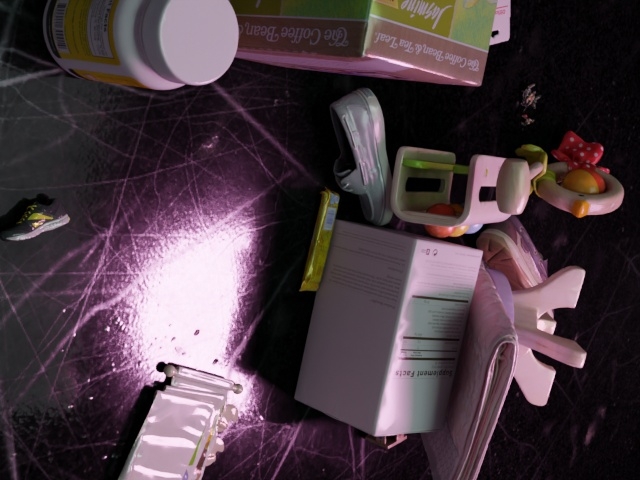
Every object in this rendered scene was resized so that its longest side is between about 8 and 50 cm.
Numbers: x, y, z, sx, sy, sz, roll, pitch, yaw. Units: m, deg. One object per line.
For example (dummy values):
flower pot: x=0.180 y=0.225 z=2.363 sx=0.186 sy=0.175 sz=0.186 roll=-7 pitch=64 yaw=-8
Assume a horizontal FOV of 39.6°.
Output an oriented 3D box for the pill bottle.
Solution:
pill bottle: x=-0.191 y=-0.221 z=0.939 sx=0.119 sy=0.209 sz=0.119 roll=-17 pitch=114 yaw=-43

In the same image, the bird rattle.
bird rattle: x=0.480 y=-0.106 z=1.700 sx=0.254 sy=0.207 sz=0.143 roll=-7 pitch=125 yaw=-36

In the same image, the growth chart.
growth chart: x=-0.201 y=0.284 z=1.216 sx=0.172 sy=0.021 sz=0.237 roll=39 pitch=73 yaw=-46

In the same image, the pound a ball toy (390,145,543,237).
pound a ball toy: x=0.244 y=-0.066 z=1.379 sx=0.319 sy=0.208 sz=0.135 roll=-8 pitch=106 yaw=-65

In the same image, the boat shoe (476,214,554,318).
boat shoe: x=0.387 y=0.056 z=1.682 sx=0.092 sy=0.103 sz=0.285 roll=-54 pitch=129 yaw=-18

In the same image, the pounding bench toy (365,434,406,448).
pounding bench toy: x=0.124 y=0.310 z=1.542 sx=0.083 sy=0.052 sz=0.065 roll=-17 pitch=113 yaw=-43

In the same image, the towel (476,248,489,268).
towel: x=0.344 y=0.062 z=1.723 sx=0.152 sy=0.023 sz=0.113 roll=-1 pitch=103 yaw=-46

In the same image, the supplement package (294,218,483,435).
supplement package: x=0.104 y=0.132 z=1.375 sx=0.175 sy=0.178 sz=0.292 roll=9 pitch=95 yaw=-46

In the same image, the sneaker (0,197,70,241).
sneaker: x=-0.323 y=-0.023 z=0.994 sx=0.083 sy=0.031 sz=0.035 roll=-28 pitch=107 yaw=-43

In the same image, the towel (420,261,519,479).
towel: x=0.228 y=0.220 z=1.440 sx=0.054 sy=0.332 sz=0.316 roll=13 pitch=109 yaw=-5

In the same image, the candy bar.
candy bar: x=0.000 y=0.000 z=1.345 sx=0.040 sy=0.018 sz=0.161 roll=9 pitch=95 yaw=-48

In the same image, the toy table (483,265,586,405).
toy table: x=0.344 y=0.149 z=1.536 sx=0.274 sy=0.161 sz=0.252 roll=-85 pitch=-171 yaw=-67

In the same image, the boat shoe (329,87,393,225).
boat shoe: x=0.055 y=-0.117 z=1.339 sx=0.081 sy=0.079 sz=0.227 roll=-20 pitch=123 yaw=-15

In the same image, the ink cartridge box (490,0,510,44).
ink cartridge box: x=0.261 y=-0.416 z=1.467 sx=0.104 sy=0.060 sz=0.180 roll=-22 pitch=117 yaw=-42

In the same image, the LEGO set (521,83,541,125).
LEGO set: x=0.392 y=-0.259 z=1.684 sx=0.054 sy=0.023 sz=0.083 roll=-7 pitch=120 yaw=-43

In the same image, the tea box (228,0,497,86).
tea box: x=0.026 y=-0.362 z=1.036 sx=0.220 sy=0.329 sz=0.323 roll=1 pitch=100 yaw=-46
